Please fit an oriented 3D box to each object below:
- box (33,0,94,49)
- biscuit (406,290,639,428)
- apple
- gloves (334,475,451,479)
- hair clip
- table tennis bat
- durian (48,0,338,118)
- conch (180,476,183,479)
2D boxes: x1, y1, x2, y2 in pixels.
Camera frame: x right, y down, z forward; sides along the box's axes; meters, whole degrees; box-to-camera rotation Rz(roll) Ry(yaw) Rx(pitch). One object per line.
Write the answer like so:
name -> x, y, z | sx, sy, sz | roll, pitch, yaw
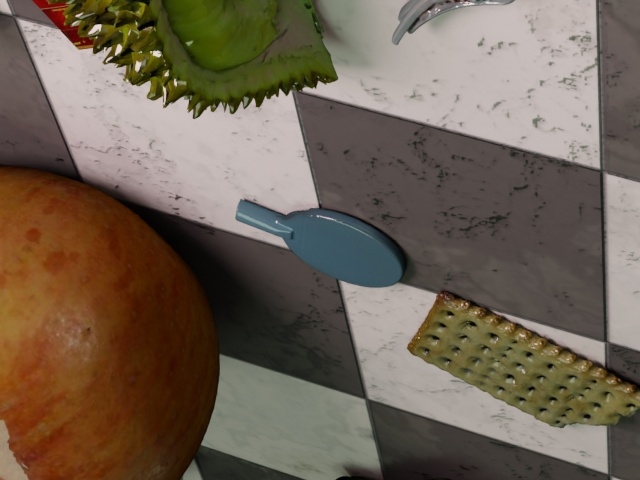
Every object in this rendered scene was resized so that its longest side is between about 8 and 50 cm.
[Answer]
box -> -0.191, -0.184, 1.534 | 0.051, 0.023, 0.082 | 0, 142, 42
biscuit -> 0.178, 0.116, 1.747 | 0.203, 0.016, 0.144 | 27, 152, 0
apple -> -0.282, 0.112, 1.821 | 0.400, 0.333, 0.400 | 19, 133, 22
gloves -> 0.110, 0.296, 2.023 | 0.268, 0.107, 0.135 | 20, 149, 50
hair clip -> 0.088, -0.158, 1.334 | 0.039, 0.030, 0.115 | 36, 151, -21
table tennis bat -> 0.000, 0.000, 1.696 | 0.155, 0.019, 0.100 | 20, 152, 9
durian -> -0.109, -0.207, 1.322 | 0.158, 0.169, 0.352 | 41, 164, 38
conch -> -0.218, 0.266, 2.262 | 0.176, 0.094, 0.104 | 12, -171, 33
